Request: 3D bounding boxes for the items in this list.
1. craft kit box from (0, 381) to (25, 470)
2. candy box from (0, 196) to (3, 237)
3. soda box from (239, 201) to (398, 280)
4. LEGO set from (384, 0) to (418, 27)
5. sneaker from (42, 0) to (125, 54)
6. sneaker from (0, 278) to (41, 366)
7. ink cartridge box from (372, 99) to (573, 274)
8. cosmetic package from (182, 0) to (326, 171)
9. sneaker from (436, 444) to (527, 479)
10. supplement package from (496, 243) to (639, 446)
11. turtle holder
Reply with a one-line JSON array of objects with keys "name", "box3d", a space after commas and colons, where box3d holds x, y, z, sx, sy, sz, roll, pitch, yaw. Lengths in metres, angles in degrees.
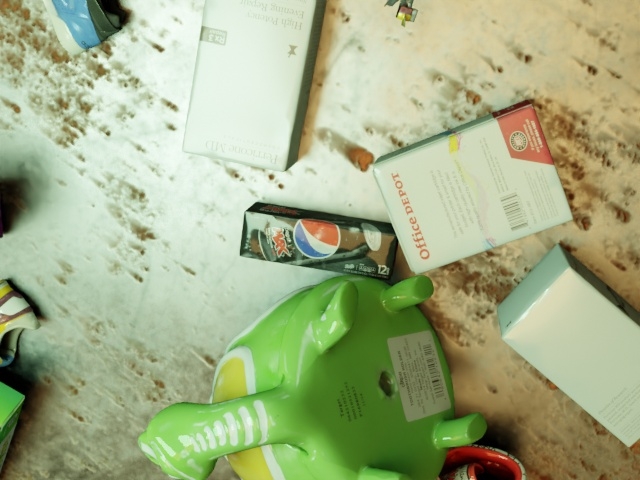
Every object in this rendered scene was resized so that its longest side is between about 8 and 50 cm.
[{"name": "craft kit box", "box3d": [-0.489, 0.208, 1.110, 0.250, 0.061, 0.246, 30, 132, -1]}, {"name": "candy box", "box3d": [-0.475, -0.027, 1.010, 0.233, 0.159, 0.071, -4, 92, -9]}, {"name": "soda box", "box3d": [0.000, 0.000, 1.033, 0.169, 0.060, 0.053, 9, 104, 6]}, {"name": "LEGO set", "box3d": [0.036, -0.372, 0.818, 0.331, 0.192, 0.255, 30, 104, -21]}, {"name": "sneaker", "box3d": [-0.264, -0.282, 1.001, 0.084, 0.058, 0.152, -21, 104, 18]}, {"name": "sneaker", "box3d": [-0.415, 0.133, 1.120, 0.185, 0.069, 0.084, -43, 89, 16]}, {"name": "ink cartridge box", "box3d": [0.158, -0.057, 0.991, 0.175, 0.072, 0.127, -20, 100, 12]}, {"name": "cosmetic package", "box3d": [-0.065, -0.196, 0.984, 0.117, 0.085, 0.231, 11, 104, 6]}, {"name": "sneaker", "box3d": [0.098, 0.290, 1.048, 0.270, 0.090, 0.145, -2, 133, 3]}, {"name": "supplement package", "box3d": [0.288, 0.107, 0.996, 0.179, 0.105, 0.105, 40, 106, -4]}, {"name": "turtle holder", "box3d": [-0.006, 0.180, 0.954, 0.227, 0.320, 0.243, -21, 109, 38]}]
